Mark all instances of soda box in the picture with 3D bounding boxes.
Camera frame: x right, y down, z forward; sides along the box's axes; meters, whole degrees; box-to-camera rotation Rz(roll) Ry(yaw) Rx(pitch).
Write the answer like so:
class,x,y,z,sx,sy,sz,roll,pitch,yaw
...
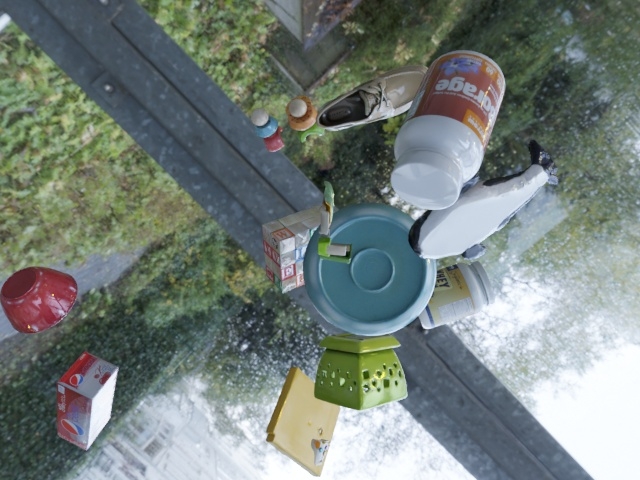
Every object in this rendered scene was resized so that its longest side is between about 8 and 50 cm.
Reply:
class,x,y,z,sx,sy,sz,roll,pitch,yaw
soda box,-0.531,0.367,1.014,0.263,0.084,0.092,-61,-177,38

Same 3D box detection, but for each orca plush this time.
class,x,y,z,sx,sy,sz,roll,pitch,yaw
orca plush,0.254,-0.073,0.760,0.287,0.151,0.102,-43,-147,-3

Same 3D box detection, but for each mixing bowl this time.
class,x,y,z,sx,sy,sz,roll,pitch,yaw
mixing bowl,-0.731,0.133,1.135,0.181,0.182,0.098,-47,151,-23

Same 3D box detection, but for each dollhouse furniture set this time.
class,x,y,z,sx,sy,sz,roll,pitch,yaw
dollhouse furniture set,0.029,-0.022,0.776,0.151,0.059,0.076,92,6,-45

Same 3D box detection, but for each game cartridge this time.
class,x,y,z,sx,sy,sz,roll,pitch,yaw
game cartridge,-0.059,0.688,1.696,0.053,0.323,0.285,-15,-143,37

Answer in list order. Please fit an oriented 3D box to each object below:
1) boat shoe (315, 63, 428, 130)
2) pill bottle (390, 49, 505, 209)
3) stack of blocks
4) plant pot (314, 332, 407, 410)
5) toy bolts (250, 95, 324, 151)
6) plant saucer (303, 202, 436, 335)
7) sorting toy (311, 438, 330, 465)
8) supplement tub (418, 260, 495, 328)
class,x,y,z,sx,sy,sz,roll,pitch,yaw
boat shoe,0.149,-0.389,1.258,0.342,0.121,0.110,-20,-165,18
pill bottle,0.176,-0.154,0.628,0.121,0.121,0.216,-35,-155,60
stack of blocks,0.000,0.000,1.196,0.297,0.087,0.171,-22,132,-27
plant pot,0.128,0.413,1.466,0.227,0.206,0.228,3,174,-40
toy bolts,-0.129,-0.440,1.548,0.229,0.218,0.158,-21,149,11
plant saucer,0.118,0.067,1.040,0.317,0.317,0.044,-45,180,-1
sorting toy,-0.001,0.676,1.425,0.083,0.045,0.075,49,50,-59
supplement tub,0.555,0.228,1.913,0.317,0.228,0.228,-20,-171,7
